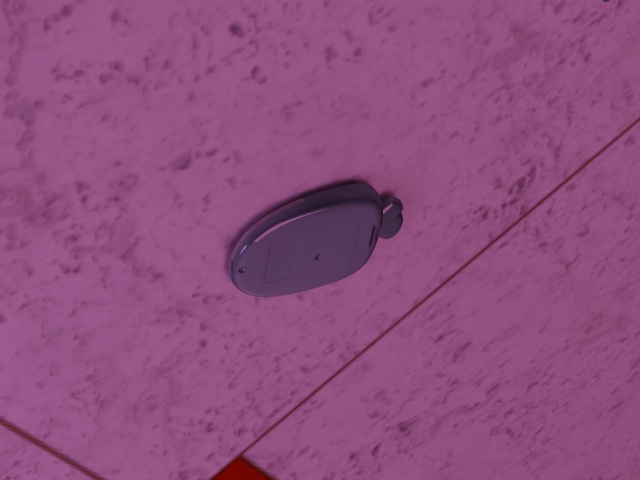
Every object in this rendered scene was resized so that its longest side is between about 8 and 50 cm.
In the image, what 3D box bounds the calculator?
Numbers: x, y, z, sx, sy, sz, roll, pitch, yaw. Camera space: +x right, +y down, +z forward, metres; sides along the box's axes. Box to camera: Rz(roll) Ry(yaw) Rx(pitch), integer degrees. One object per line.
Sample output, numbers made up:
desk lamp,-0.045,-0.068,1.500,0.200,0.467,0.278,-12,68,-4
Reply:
calculator,0.000,0.000,1.259,0.153,0.021,0.095,-14,139,-26
